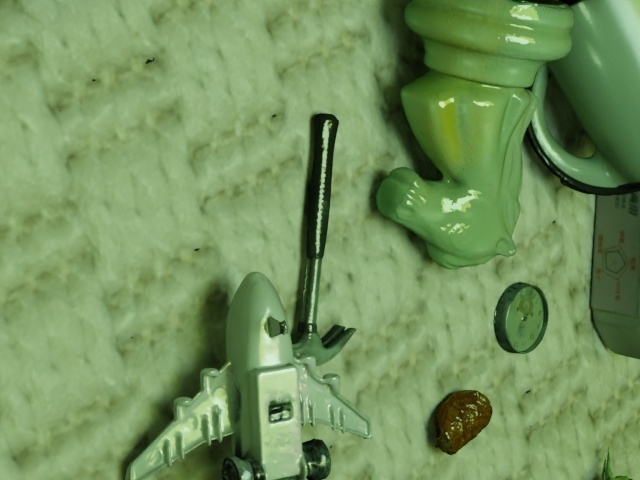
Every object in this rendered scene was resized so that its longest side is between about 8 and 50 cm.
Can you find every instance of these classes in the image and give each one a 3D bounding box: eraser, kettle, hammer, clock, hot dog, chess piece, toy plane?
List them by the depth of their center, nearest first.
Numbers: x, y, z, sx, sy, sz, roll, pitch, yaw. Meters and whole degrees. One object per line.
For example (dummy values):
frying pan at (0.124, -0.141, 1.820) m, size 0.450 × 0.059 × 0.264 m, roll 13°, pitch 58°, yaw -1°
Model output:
toy plane at (-0.051, 0.156, 1.181) m, size 0.251 × 0.101 × 0.255 m, roll -6°, pitch 105°, yaw -29°
hammer at (0.000, 0.000, 1.273) m, size 0.103 × 0.029 × 0.246 m, roll 7°, pitch 89°, yaw -44°
chess piece at (0.149, -0.112, 1.335) m, size 0.175 × 0.176 × 0.298 m, roll -7°, pitch 113°, yaw -43°
hot dog at (0.154, 0.201, 1.440) m, size 0.083 × 0.035 × 0.058 m, roll -34°, pitch 118°, yaw -36°
kettle at (0.328, -0.169, 1.457) m, size 0.236 × 0.221 × 0.161 m, roll 59°, pitch 15°, yaw -12°
clock at (0.234, 0.091, 1.514) m, size 0.085 × 0.017 × 0.085 m, roll -8°, pitch 101°, yaw -43°
eraser at (0.383, -0.027, 1.591) m, size 0.061 × 0.089 × 0.352 m, roll -2°, pitch 98°, yaw -40°

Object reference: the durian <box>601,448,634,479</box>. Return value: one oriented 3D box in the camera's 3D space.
durian at (0.319, 0.421, 1.553) m, size 0.352 × 0.158 × 0.169 m, roll -36°, pitch 107°, yaw -30°
